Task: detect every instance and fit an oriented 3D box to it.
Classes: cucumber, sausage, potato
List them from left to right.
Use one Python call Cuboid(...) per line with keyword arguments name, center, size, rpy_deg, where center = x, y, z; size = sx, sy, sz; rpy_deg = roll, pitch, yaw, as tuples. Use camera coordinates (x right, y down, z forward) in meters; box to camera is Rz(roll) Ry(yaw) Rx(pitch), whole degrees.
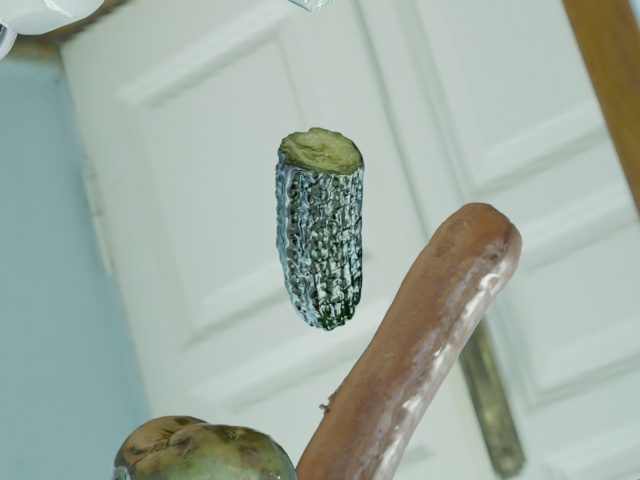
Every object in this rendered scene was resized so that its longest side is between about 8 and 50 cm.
Cuboid(name="potato", center=(-0.073, 0.220, 1.286), size=(0.137, 0.200, 0.154), rpy_deg=(-34, -158, -14))
Cuboid(name="cucumber", center=(-0.002, 0.000, 1.431), size=(0.077, 0.077, 0.265), rpy_deg=(-13, 144, -10))
Cuboid(name="sausage", center=(0.066, 0.143, 1.590), size=(0.094, 0.419, 0.094), rpy_deg=(14, 154, 37))

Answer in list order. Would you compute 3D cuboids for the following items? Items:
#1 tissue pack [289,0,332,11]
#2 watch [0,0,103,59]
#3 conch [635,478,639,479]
Cuboid(name="tissue pack", center=(-0.029, -0.331, 1.603), size=(0.148, 0.209, 0.156), rpy_deg=(-36, 124, -10))
Cuboid(name="watch", center=(-0.263, -0.236, 1.095), size=(0.231, 0.196, 0.244), rpy_deg=(-5, 140, 26))
Cuboid(name="conch", center=(0.311, 0.325, 1.341), size=(0.324, 0.263, 0.186), rpy_deg=(41, 127, -15))
